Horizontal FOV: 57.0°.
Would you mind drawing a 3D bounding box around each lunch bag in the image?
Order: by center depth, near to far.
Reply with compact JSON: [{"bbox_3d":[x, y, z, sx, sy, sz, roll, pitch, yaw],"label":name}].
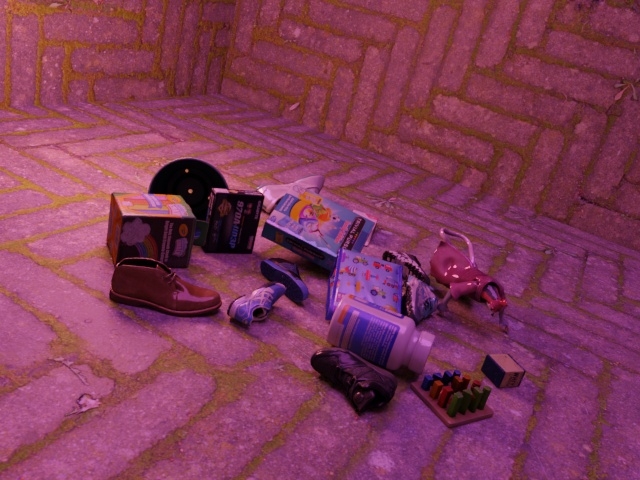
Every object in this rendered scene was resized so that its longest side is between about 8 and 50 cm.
[{"bbox_3d":[0.136,0.179,1.835,0.220,0.138,0.293,16,32,-4],"label":"lunch bag"}]

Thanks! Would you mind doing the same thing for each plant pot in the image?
[{"bbox_3d":[-0.460,-0.161,2.081,0.271,0.272,0.255,9,8,-13],"label":"plant pot"}]

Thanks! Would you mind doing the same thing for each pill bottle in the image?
[{"bbox_3d":[0.167,0.261,1.609,0.271,0.153,0.152,22,24,14],"label":"pill bottle"}]

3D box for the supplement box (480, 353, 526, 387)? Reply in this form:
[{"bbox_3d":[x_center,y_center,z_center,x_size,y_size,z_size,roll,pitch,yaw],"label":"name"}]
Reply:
[{"bbox_3d":[0.524,0.373,1.692,0.083,0.056,0.083,3,26,-25],"label":"supplement box"}]

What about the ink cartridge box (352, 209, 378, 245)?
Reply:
[{"bbox_3d":[0.165,-0.053,2.427,0.115,0.067,0.198,18,24,6],"label":"ink cartridge box"}]

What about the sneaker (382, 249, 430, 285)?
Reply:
[{"bbox_3d":[0.338,0.099,2.174,0.106,0.078,0.234,-6,29,-35],"label":"sneaker"}]

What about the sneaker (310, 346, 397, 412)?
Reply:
[{"bbox_3d":[0.073,0.342,1.450,0.227,0.087,0.130,25,18,9],"label":"sneaker"}]

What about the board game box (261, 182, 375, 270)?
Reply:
[{"bbox_3d":[-0.003,-0.041,2.079,0.335,0.079,0.254,26,44,4],"label":"board game box"}]

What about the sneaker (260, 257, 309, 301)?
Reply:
[{"bbox_3d":[-0.095,0.115,1.871,0.090,0.082,0.232,-14,34,-36],"label":"sneaker"}]

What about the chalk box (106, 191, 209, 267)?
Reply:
[{"bbox_3d":[-0.499,-0.032,1.839,0.288,0.180,0.179,1,27,-31],"label":"chalk box"}]

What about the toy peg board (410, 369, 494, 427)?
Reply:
[{"bbox_3d":[0.350,0.387,1.527,0.161,0.079,0.160,-1,28,-33],"label":"toy peg board"}]

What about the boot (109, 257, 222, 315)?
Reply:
[{"bbox_3d":[-0.416,0.126,1.613,0.305,0.115,0.112,11,22,-12],"label":"boot"}]

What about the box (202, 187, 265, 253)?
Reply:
[{"bbox_3d":[-0.295,-0.063,1.977,0.175,0.221,0.051,2,26,-29],"label":"box"}]

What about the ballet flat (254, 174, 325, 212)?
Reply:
[{"bbox_3d":[-0.109,-0.184,2.515,0.400,0.139,0.139,-15,37,-43],"label":"ballet flat"}]

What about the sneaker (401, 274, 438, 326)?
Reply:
[{"bbox_3d":[0.326,0.198,1.909,0.122,0.110,0.283,19,23,1],"label":"sneaker"}]

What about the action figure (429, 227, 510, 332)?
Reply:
[{"bbox_3d":[0.532,0.141,1.984,0.247,0.276,0.370,13,9,-19],"label":"action figure"}]

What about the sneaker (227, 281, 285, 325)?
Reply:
[{"bbox_3d":[-0.169,0.185,1.688,0.081,0.080,0.211,34,39,25],"label":"sneaker"}]
